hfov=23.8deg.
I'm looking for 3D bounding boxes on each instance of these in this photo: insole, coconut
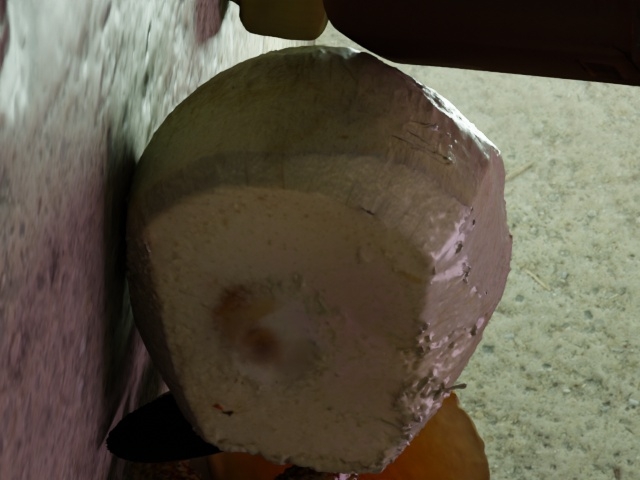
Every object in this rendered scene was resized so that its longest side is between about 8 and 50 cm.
[{"bbox_3d":[-0.044,0.122,1.219,0.322,0.109,0.007,-20,119,-49],"label":"insole"},{"bbox_3d":[0.000,0.000,1.129,0.254,0.297,0.297,-65,164,-59],"label":"coconut"}]

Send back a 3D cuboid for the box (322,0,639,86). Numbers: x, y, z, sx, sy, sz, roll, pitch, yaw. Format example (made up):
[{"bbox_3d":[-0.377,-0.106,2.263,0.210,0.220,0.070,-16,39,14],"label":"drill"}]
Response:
[{"bbox_3d":[0.146,-0.289,1.084,0.239,0.229,0.339,7,88,-73],"label":"box"}]

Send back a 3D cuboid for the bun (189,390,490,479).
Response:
[{"bbox_3d":[-0.005,0.222,1.339,0.165,0.299,0.299,123,-18,-47],"label":"bun"}]

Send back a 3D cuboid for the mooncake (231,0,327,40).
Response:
[{"bbox_3d":[-0.027,-0.326,1.558,0.235,0.117,0.235,-172,-90,-90],"label":"mooncake"}]

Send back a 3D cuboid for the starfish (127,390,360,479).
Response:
[{"bbox_3d":[-0.029,0.236,1.135,0.113,0.312,0.303,-60,173,34],"label":"starfish"}]
